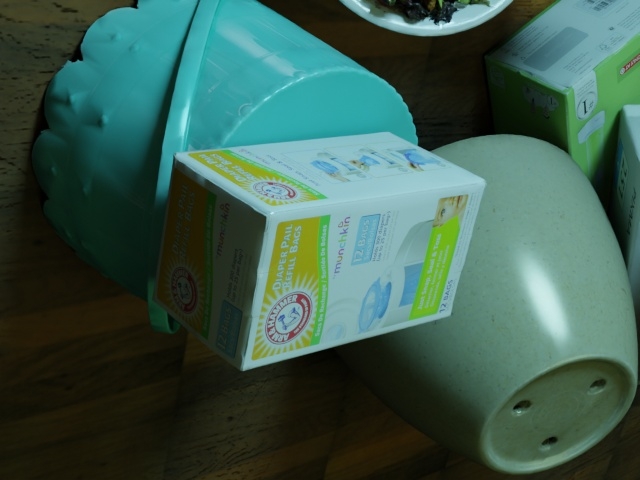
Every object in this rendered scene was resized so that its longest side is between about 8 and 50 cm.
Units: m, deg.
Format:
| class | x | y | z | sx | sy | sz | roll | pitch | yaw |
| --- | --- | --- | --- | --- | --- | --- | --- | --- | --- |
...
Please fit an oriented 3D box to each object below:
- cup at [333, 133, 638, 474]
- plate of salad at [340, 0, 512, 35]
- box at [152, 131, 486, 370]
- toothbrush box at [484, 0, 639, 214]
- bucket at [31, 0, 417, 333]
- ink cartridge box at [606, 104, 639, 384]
| class | x | y | z | sx | sy | sz | roll | pitch | yaw |
| --- | --- | --- | --- | --- | --- | --- | --- | --- | --- |
| cup | 0.187 | 0.094 | 1.114 | 0.331 | 0.237 | 0.331 | -14 | 134 | -15 |
| plate of salad | 0.081 | -0.258 | 0.847 | 0.200 | 0.200 | 0.048 | -48 | -176 | -11 |
| box | 0.000 | 0.000 | 0.752 | 0.203 | 0.103 | 0.114 | -9 | 121 | -42 |
| toothbrush box | 0.314 | -0.136 | 1.261 | 0.206 | 0.122 | 0.283 | -39 | 137 | -19 |
| bucket | -0.069 | -0.052 | 0.873 | 0.281 | 0.183 | 0.281 | -25 | 130 | -33 |
| ink cartridge box | 0.353 | 0.048 | 1.153 | 0.066 | 0.261 | 0.296 | -1 | 128 | 4 |
